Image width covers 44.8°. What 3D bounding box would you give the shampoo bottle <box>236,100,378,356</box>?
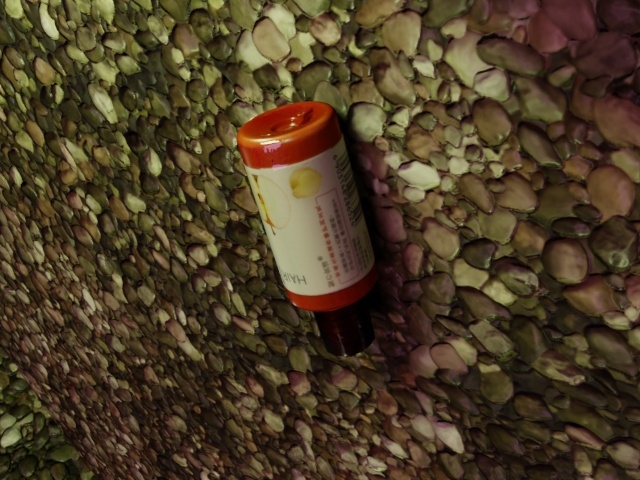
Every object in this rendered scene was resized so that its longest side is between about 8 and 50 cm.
[{"bbox_3d":[0.000,0.000,0.822,0.104,0.104,0.278,8,126,40],"label":"shampoo bottle"}]
